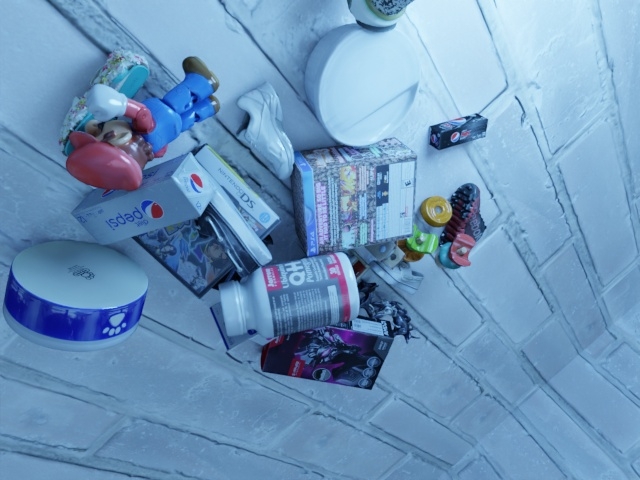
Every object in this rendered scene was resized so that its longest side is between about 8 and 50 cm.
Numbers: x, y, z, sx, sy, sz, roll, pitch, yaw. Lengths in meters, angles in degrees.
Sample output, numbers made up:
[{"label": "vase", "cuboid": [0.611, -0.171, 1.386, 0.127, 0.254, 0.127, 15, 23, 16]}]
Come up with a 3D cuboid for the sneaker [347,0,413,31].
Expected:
[{"label": "sneaker", "cuboid": [0.153, -0.614, 0.904, 0.158, 0.182, 0.410, -9, 104, -29]}]

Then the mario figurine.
[{"label": "mario figurine", "cuboid": [-0.347, -0.230, 0.926, 0.320, 0.170, 0.198, -47, 134, -28]}]

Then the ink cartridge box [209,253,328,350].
[{"label": "ink cartridge box", "cuboid": [-0.110, 0.167, 1.370, 0.370, 0.176, 0.069, -27, 133, -11]}]

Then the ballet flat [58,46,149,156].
[{"label": "ballet flat", "cuboid": [-0.422, -0.266, 0.939, 0.241, 0.077, 0.091, -47, 166, 3]}]

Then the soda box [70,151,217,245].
[{"label": "soda box", "cuboid": [-0.357, -0.078, 0.994, 0.286, 0.091, 0.098, -14, 126, 27]}]

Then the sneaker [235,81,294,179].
[{"label": "sneaker", "cuboid": [-0.133, -0.239, 1.132, 0.115, 0.090, 0.232, -21, 122, -8]}]

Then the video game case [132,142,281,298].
[{"label": "video game case", "cuboid": [-0.273, -0.041, 1.141, 0.275, 0.035, 0.248, -43, 105, 4]}]

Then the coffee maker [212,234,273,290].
[{"label": "coffee maker", "cuboid": [-0.237, 0.028, 1.252, 0.171, 0.120, 0.178, 31, 104, -15]}]

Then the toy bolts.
[{"label": "toy bolts", "cuboid": [0.361, -0.002, 1.557, 0.228, 0.158, 0.218, 28, 68, -6]}]

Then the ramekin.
[{"label": "ramekin", "cuboid": [0.086, -0.364, 1.130, 0.272, 0.127, 0.273, -16, 128, -21]}]

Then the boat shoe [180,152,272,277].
[{"label": "boat shoe", "cuboid": [-0.232, -0.046, 1.078, 0.102, 0.108, 0.301, -35, 112, 1]}]

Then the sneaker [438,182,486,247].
[{"label": "sneaker", "cuboid": [0.478, -0.072, 1.598, 0.135, 0.098, 0.276, -14, 130, -22]}]

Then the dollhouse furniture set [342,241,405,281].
[{"label": "dollhouse furniture set", "cuboid": [0.131, 0.055, 1.437, 0.184, 0.129, 0.129, -47, 154, 7]}]

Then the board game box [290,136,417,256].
[{"label": "board game box", "cuboid": [0.081, -0.114, 1.251, 0.291, 0.141, 0.232, -10, 121, -12]}]

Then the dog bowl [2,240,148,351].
[{"label": "dog bowl", "cuboid": [-0.506, 0.109, 1.032, 0.264, 0.265, 0.104, 7, 116, -34]}]

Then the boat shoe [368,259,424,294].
[{"label": "boat shoe", "cuboid": [0.255, 0.102, 1.598, 0.267, 0.096, 0.088, 29, 101, -42]}]

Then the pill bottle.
[{"label": "pill bottle", "cuboid": [-0.079, 0.140, 1.203, 0.318, 0.176, 0.176, -10, 128, -11]}]

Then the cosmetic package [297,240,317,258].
[{"label": "cosmetic package", "cuboid": [0.000, 0.000, 1.393, 0.115, 0.060, 0.041, -35, 133, -6]}]

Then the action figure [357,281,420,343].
[{"label": "action figure", "cuboid": [0.207, 0.256, 1.632, 0.141, 0.164, 0.275, -33, 119, 28]}]

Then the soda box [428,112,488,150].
[{"label": "soda box", "cuboid": [0.392, -0.311, 1.400, 0.168, 0.053, 0.060, -19, 130, -19]}]

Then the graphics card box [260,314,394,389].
[{"label": "graphics card box", "cuboid": [0.017, 0.329, 1.529, 0.370, 0.094, 0.233, 12, 118, -10]}]
